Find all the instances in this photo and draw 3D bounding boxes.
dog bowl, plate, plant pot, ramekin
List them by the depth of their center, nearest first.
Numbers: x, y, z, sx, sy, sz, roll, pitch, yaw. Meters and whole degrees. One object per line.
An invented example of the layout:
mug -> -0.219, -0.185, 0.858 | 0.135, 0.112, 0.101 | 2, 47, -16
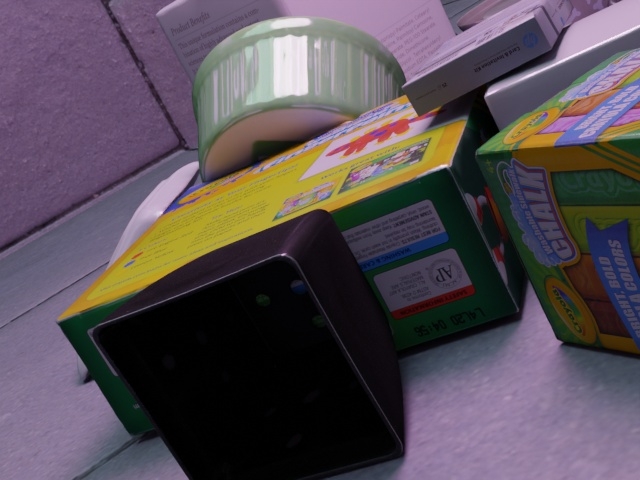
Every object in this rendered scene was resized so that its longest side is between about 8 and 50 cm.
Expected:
plant pot -> -0.039, 0.080, 0.811 | 0.188, 0.187, 0.167 | -22, 19, 23
ramekin -> -0.027, -0.142, 1.327 | 0.303, 0.303, 0.148 | -21, 49, 24
plate -> -0.265, 0.027, 1.391 | 0.278, 0.045, 0.277 | -61, 4, 19
dog bowl -> 0.450, -0.465, 1.929 | 0.349, 0.102, 0.349 | -26, 16, 8

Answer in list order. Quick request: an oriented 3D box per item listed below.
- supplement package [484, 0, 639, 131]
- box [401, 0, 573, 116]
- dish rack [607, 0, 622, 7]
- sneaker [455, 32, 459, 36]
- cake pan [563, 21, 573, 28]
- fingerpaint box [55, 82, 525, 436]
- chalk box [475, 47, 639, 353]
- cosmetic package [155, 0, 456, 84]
supplement package -> 0.327, -0.142, 0.930 | 0.293, 0.177, 0.175 | -22, 15, 19
box -> 0.172, -0.196, 0.978 | 0.145, 0.038, 0.186 | -25, 14, 28
dish rack -> 0.462, -0.290, 1.103 | 0.272, 0.074, 0.208 | -2, 36, 23
sneaker -> 0.271, -0.322, 1.829 | 0.106, 0.101, 0.267 | 16, 7, 5
cake pan -> 0.254, -0.211, 1.415 | 0.293, 0.054, 0.293 | -34, 2, 1
fingerpaint box -> 0.000, 0.000, 1.070 | 0.445, 0.163, 0.371 | -21, 17, 23
chalk box -> 0.251, -0.034, 0.715 | 0.179, 0.180, 0.289 | -34, 15, -23
cosmetic package -> 0.001, -0.316, 1.667 | 0.327, 0.393, 0.329 | -38, 19, -34
